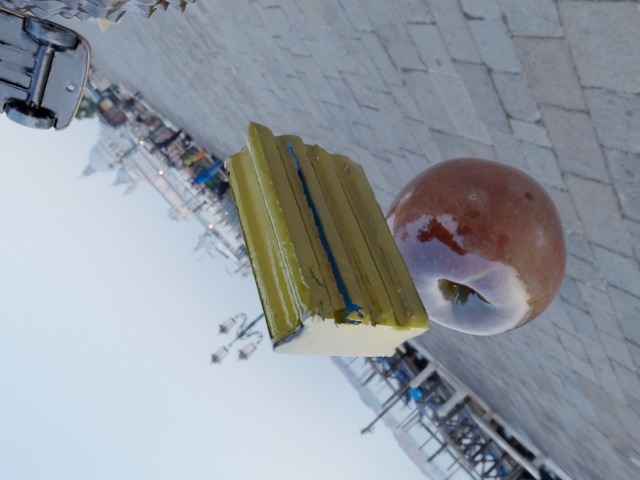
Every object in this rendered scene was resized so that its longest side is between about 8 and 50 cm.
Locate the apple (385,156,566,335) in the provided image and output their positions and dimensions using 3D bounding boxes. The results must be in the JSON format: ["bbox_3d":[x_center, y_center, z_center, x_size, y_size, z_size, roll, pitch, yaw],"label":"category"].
[{"bbox_3d":[0.290,0.008,1.070,0.349,0.276,0.348,21,143,17],"label":"apple"}]

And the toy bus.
[{"bbox_3d":[-0.283,-0.158,0.428,0.195,0.083,0.088,17,-160,-25],"label":"toy bus"}]

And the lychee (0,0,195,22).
[{"bbox_3d":[-0.125,-0.248,0.305,0.267,0.267,0.267,48,173,8],"label":"lychee"}]

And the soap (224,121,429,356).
[{"bbox_3d":[0.000,0.000,0.741,0.204,0.096,0.324,12,-136,-36],"label":"soap"}]
